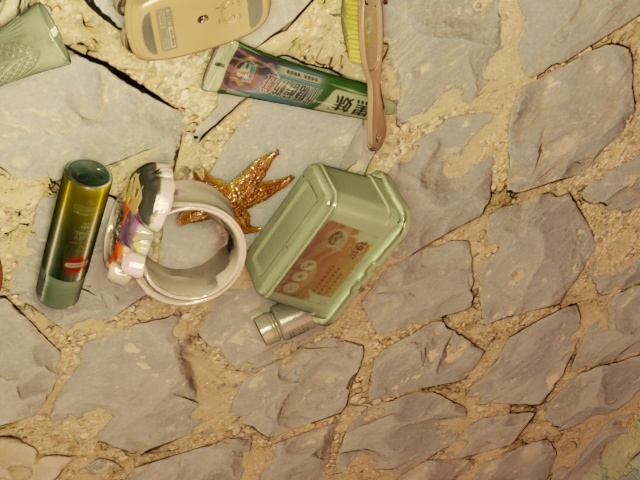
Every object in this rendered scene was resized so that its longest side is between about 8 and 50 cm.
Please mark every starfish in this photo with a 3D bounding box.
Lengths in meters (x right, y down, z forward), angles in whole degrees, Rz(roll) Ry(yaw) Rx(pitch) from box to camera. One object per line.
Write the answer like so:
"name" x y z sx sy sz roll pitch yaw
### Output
"starfish" -0.153 -0.075 1.957 0.227 0.043 0.240 -29 147 1

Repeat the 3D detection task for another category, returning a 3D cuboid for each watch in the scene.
"watch" -0.236 -0.007 1.823 0.231 0.196 0.244 17 115 -22

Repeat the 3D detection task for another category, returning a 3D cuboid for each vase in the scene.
"vase" -0.475 -0.249 1.517 0.219 0.096 0.096 -26 142 -2

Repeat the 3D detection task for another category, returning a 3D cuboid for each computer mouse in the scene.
"computer mouse" -0.189 -0.351 1.593 0.237 0.082 0.145 -19 141 -11

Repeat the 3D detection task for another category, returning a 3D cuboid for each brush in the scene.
"brush" 0.074 -0.293 1.808 0.072 0.067 0.312 -43 139 -39

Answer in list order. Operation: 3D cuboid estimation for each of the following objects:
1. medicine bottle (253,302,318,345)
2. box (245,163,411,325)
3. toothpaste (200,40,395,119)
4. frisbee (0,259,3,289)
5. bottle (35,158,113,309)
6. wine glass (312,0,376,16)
"medicine bottle" -0.069 0.166 2.242 0.130 0.080 0.080 -24 142 -6
"box" 0.000 0.000 2.043 0.183 0.175 0.312 17 123 -35
"toothpaste" -0.022 -0.261 1.817 0.392 0.061 0.098 7 120 -38
"frisbee" -0.643 0.052 1.723 0.251 0.021 0.250 -5 121 -9
"bottle" -0.424 -0.006 1.822 0.082 0.082 0.286 -2 135 -31
"wine glass" 0.039 -0.507 1.493 0.191 0.190 0.357 -13 134 -21
